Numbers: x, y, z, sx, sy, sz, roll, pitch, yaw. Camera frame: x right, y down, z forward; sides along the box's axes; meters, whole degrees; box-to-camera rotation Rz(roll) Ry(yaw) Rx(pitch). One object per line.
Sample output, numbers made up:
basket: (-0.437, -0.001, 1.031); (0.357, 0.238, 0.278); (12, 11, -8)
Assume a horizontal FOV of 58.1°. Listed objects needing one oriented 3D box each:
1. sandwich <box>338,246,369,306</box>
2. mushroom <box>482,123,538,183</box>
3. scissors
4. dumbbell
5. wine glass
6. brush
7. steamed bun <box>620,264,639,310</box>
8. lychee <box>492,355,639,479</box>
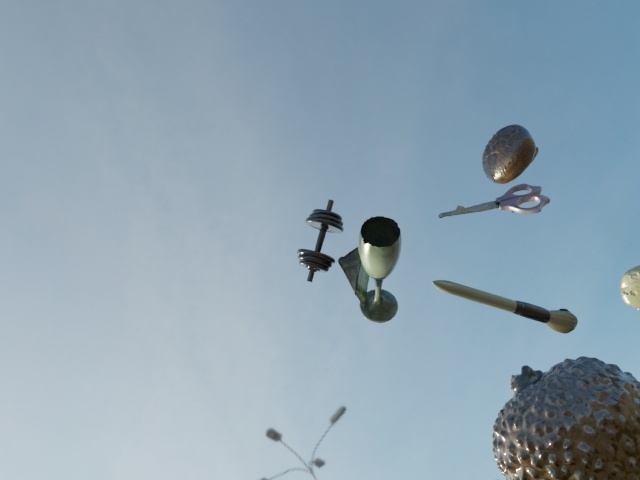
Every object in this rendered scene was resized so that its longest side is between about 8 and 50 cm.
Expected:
sandwich: (0.101, 0.083, 1.360); (0.074, 0.116, 0.074); (-30, -43, 3)
mushroom: (0.353, -0.164, 1.081); (0.109, 0.126, 0.085); (-32, -70, 4)
scissors: (0.341, -0.072, 1.150); (0.212, 0.110, 0.021); (-10, -60, 9)
dumbbell: (0.000, 0.000, 1.403); (0.099, 0.099, 0.209); (25, -104, -45)
wine glass: (0.097, 0.013, 1.364); (0.096, 0.264, 0.310); (-24, -36, -12)
brush: (0.324, 0.108, 0.999); (0.299, 0.039, 0.042); (19, -45, -16)
steamed bun: (0.776, 0.107, 1.342); (0.090, 0.129, 0.113); (-15, -77, -47)
lychee: (0.592, 0.462, 1.293); (0.380, 0.432, 0.381); (-26, -35, -20)
